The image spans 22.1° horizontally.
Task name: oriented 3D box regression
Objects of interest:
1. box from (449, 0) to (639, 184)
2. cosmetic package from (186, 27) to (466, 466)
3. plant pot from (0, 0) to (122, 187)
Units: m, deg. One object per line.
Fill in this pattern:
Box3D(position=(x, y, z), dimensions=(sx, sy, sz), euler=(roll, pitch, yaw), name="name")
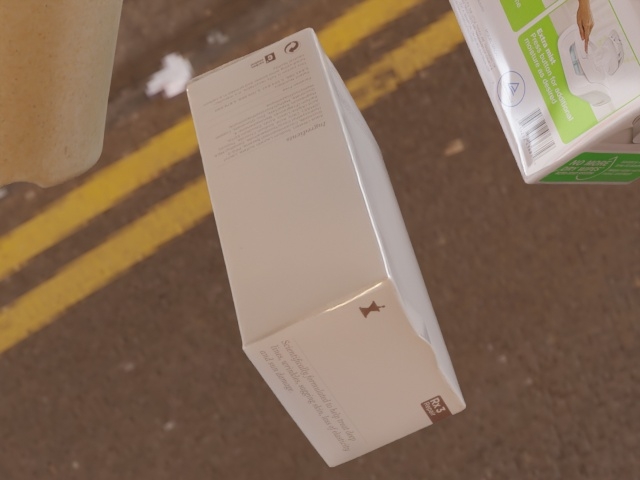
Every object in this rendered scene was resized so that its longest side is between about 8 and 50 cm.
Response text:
Box3D(position=(0.197, -0.202, 1.043), dimensions=(0.126, 0.262, 0.231), euler=(-2, -26, -46), name="box")
Box3D(position=(0.000, 0.000, 1.610), dimensions=(0.156, 0.217, 0.385), euler=(-23, 42, 9), name="cosmetic package")
Box3D(position=(-0.290, -0.211, 1.349), dimensions=(0.333, 0.306, 0.334), euler=(3, 21, -1), name="plant pot")
